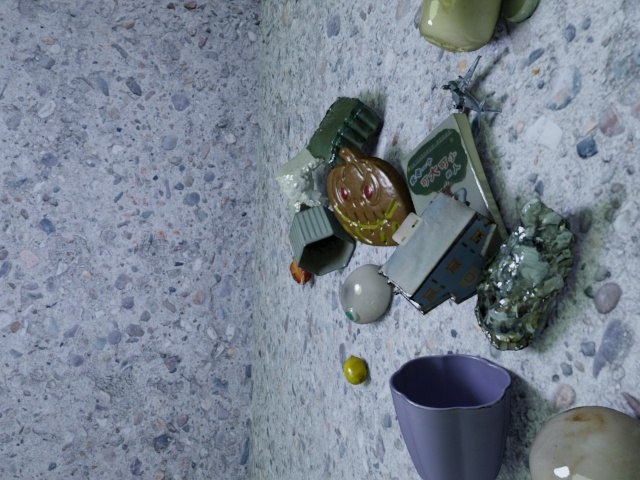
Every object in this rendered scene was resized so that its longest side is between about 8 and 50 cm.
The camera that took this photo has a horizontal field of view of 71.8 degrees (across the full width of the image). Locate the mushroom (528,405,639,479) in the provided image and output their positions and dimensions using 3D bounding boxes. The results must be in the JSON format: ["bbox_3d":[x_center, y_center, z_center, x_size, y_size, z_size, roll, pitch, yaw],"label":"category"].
[{"bbox_3d":[0.462,0.391,0.716,0.215,0.207,0.207,53,149,3],"label":"mushroom"}]

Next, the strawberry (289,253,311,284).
[{"bbox_3d":[-0.084,0.127,2.106,0.192,0.085,0.140,30,108,58],"label":"strawberry"}]

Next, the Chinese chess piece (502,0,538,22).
[{"bbox_3d":[0.443,-0.529,0.980,0.084,0.034,0.084,-176,90,-68],"label":"Chinese chess piece"}]

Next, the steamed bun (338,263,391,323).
[{"bbox_3d":[0.141,0.188,1.515,0.228,0.131,0.177,-65,34,40],"label":"steamed bun"}]

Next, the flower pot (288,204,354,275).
[{"bbox_3d":[0.000,0.000,1.753,0.209,0.239,0.189,-44,41,22],"label":"flower pot"}]

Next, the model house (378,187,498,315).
[{"bbox_3d":[0.290,0.041,1.036,0.271,0.206,0.178,-56,39,7],"label":"model house"}]

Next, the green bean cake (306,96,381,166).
[{"bbox_3d":[0.077,-0.387,1.611,0.255,0.132,0.241,-59,30,5],"label":"green bean cake"}]

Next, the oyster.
[{"bbox_3d":[0.407,0.066,0.899,0.162,0.158,0.351,23,129,30],"label":"oyster"}]

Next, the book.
[{"bbox_3d":[0.333,-0.100,1.139,0.260,0.043,0.371,-44,57,59],"label":"book"}]

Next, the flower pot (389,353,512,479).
[{"bbox_3d":[0.300,0.421,0.999,0.265,0.265,0.243,-173,74,-67],"label":"flower pot"}]

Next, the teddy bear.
[{"bbox_3d":[-0.019,-0.214,1.961,0.362,0.375,0.327,56,177,-33],"label":"teddy bear"}]

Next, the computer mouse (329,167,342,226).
[{"bbox_3d":[0.091,-0.182,1.708,0.147,0.088,0.264,66,-169,-77],"label":"computer mouse"}]

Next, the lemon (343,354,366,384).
[{"bbox_3d":[0.124,0.466,1.594,0.110,0.082,0.082,-105,28,-42],"label":"lemon"}]

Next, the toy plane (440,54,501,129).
[{"bbox_3d":[0.366,-0.362,1.118,0.226,0.058,0.226,-117,20,-48],"label":"toy plane"}]

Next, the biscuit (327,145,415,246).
[{"bbox_3d":[0.138,-0.137,1.434,0.394,0.070,0.350,-9,108,64],"label":"biscuit"}]

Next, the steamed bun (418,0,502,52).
[{"bbox_3d":[0.334,-0.558,1.010,0.273,0.166,0.232,-30,-41,-66],"label":"steamed bun"}]
